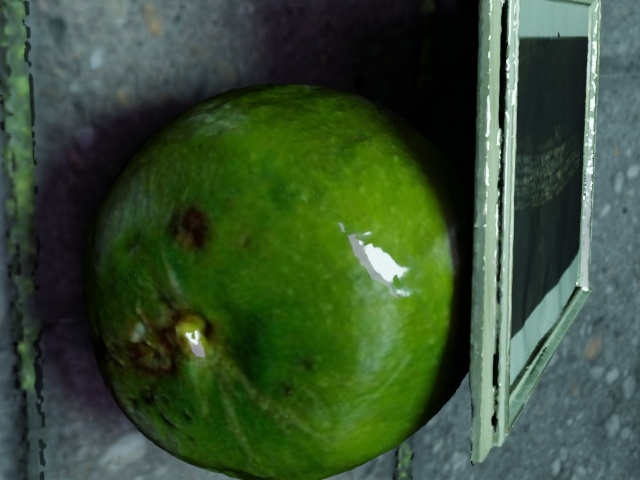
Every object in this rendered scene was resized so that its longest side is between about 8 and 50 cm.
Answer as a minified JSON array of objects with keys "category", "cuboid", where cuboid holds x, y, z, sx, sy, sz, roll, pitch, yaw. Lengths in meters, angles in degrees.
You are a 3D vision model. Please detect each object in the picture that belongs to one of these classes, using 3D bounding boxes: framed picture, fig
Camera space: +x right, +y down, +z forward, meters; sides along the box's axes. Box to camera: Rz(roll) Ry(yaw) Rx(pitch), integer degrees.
[{"category":"framed picture","cuboid":[0.127,-0.037,0.550,0.293,0.018,0.231,-27,119,-64]},{"category":"fig","cuboid":[0.000,0.000,0.543,0.235,0.203,0.203,-50,132,-59]}]

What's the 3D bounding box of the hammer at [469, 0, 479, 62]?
[{"category":"hammer","cuboid":[0.119,-0.075,0.644,0.078,0.021,0.201,-19,112,-24]}]
